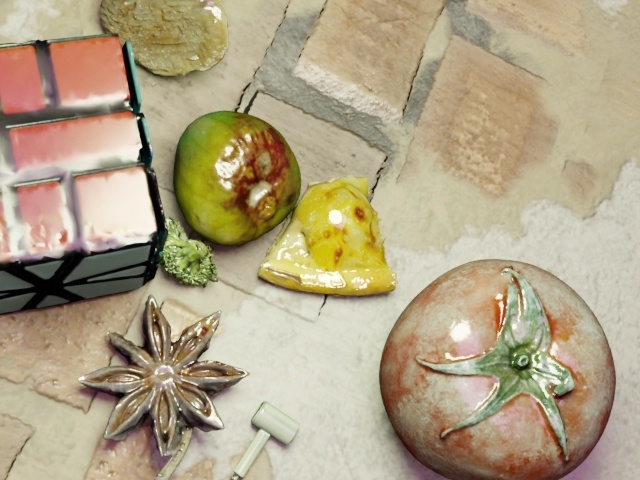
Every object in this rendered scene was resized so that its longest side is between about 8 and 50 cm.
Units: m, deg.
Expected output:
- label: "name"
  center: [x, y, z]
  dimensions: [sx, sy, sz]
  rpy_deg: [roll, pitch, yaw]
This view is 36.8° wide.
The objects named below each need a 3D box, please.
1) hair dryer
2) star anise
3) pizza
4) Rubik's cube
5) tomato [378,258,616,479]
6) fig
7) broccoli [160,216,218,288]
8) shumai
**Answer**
- label: "hair dryer"
  center: [-0.086, 0.291, 1.339]
  dimensions: [0.063, 0.038, 0.124]
  rpy_deg: [34, 76, -4]
- label: "star anise"
  center: [-0.210, 0.204, 1.303]
  dimensions: [0.230, 0.081, 0.262]
  rpy_deg: [-1, 65, -14]
- label: "pizza"
  center: [0.004, -0.008, 1.414]
  dimensions: [0.204, 0.080, 0.188]
  rpy_deg: [-5, 77, -14]
- label: "Rubik's cube"
  center: [-0.365, -0.071, 1.232]
  dimensions: [0.293, 0.288, 0.283]
  rpy_deg: [-8, 77, -14]
- label: "tomato"
  center: [0.241, 0.183, 1.315]
  dimensions: [0.317, 0.282, 0.316]
  rpy_deg: [3, 75, -10]
- label: "fig"
  center: [-0.127, -0.095, 1.362]
  dimensions: [0.181, 0.181, 0.191]
  rpy_deg: [-23, 55, -18]
- label: "broccoli"
  center: [-0.187, 0.015, 1.352]
  dimensions: [0.095, 0.092, 0.097]
  rpy_deg: [8, 67, -41]
- label: "shumai"
  center: [-0.209, -0.343, 1.429]
  dimensions: [0.209, 0.161, 0.153]
  rpy_deg: [11, 39, 20]
